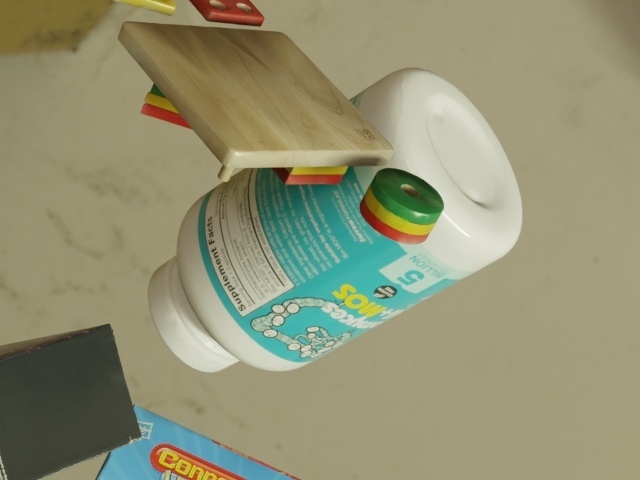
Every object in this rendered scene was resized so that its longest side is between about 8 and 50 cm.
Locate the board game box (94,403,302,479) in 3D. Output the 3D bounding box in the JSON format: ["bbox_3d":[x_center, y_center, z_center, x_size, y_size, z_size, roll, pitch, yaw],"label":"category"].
[{"bbox_3d":[-0.070,0.304,1.407,0.308,0.302,0.086,113,2,-61],"label":"board game box"}]

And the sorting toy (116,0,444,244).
[{"bbox_3d":[-0.050,-0.083,0.919,0.132,0.274,0.046,-4,132,-43],"label":"sorting toy"}]

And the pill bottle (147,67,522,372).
[{"bbox_3d":[0.000,0.000,1.049,0.264,0.146,0.146,-31,177,31],"label":"pill bottle"}]

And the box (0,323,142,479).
[{"bbox_3d":[-0.299,0.148,1.166,0.261,0.103,0.184,-13,-179,42],"label":"box"}]
